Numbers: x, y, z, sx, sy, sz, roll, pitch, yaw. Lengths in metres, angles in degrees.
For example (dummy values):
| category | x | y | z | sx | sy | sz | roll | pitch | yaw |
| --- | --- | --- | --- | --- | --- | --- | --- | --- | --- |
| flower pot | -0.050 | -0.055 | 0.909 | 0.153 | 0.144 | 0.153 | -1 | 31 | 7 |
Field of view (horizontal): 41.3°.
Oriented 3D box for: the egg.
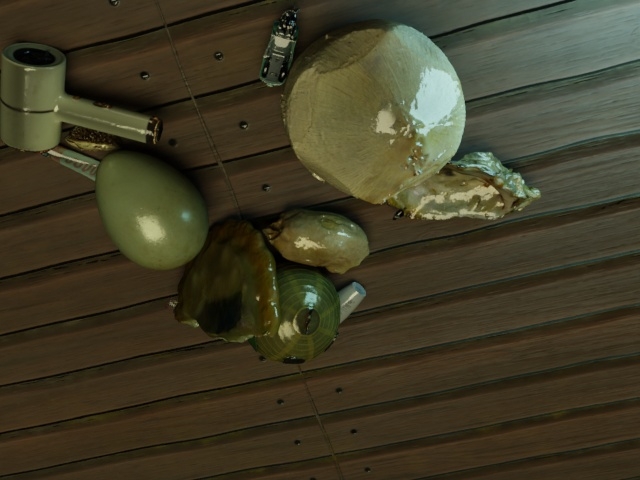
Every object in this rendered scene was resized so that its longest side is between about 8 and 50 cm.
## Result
| category | x | y | z | sx | sy | sz | roll | pitch | yaw |
| --- | --- | --- | --- | --- | --- | --- | --- | --- | --- |
| egg | -0.376 | -0.071 | 1.875 | 0.218 | 0.218 | 0.295 | -30 | 106 | 19 |

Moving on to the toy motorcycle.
| category | x | y | z | sx | sy | sz | roll | pitch | yaw |
| --- | --- | --- | --- | --- | --- | --- | --- | --- | --- |
| toy motorcycle | -0.081 | -0.394 | 1.726 | 0.058 | 0.100 | 0.173 | 13 | 126 | -10 |

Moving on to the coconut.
| category | x | y | z | sx | sy | sz | roll | pitch | yaw |
| --- | --- | --- | --- | --- | --- | --- | --- | --- | --- |
| coconut | 0.099 | -0.248 | 1.645 | 0.347 | 0.360 | 0.346 | -3 | 111 | -8 |

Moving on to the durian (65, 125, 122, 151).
| category | x | y | z | sx | sy | sz | roll | pitch | yaw |
| --- | --- | --- | --- | --- | --- | --- | --- | --- | --- |
| durian | -0.502 | -0.229 | 1.881 | 0.131 | 0.052 | 0.066 | 7 | 162 | -1 |

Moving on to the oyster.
| category | x | y | z | sx | sy | sz | roll | pitch | yaw |
| --- | --- | --- | --- | --- | --- | --- | --- | --- | --- |
| oyster | 0.309 | -0.137 | 1.883 | 0.361 | 0.096 | 0.221 | -1 | 152 | 5 |

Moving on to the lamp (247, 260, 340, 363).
| category | x | y | z | sx | sy | sz | roll | pitch | yaw |
| --- | --- | --- | --- | --- | --- | --- | --- | --- | --- |
| lamp | -0.059 | 0.171 | 2.000 | 0.250 | 0.284 | 0.250 | -1 | 93 | -21 |

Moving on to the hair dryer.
| category | x | y | z | sx | sy | sz | roll | pitch | yaw |
| --- | --- | --- | --- | --- | --- | --- | --- | --- | --- |
| hair dryer | -0.486 | -0.268 | 1.774 | 0.362 | 0.128 | 0.203 | 14 | 122 | -1 |

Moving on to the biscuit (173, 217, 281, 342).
| category | x | y | z | sx | sy | sz | roll | pitch | yaw |
| --- | --- | --- | --- | --- | --- | --- | --- | --- | --- |
| biscuit | -0.229 | 0.124 | 1.964 | 0.078 | 0.329 | 0.335 | 13 | 137 | -46 |

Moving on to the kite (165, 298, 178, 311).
| category | x | y | z | sx | sy | sz | roll | pitch | yaw |
| --- | --- | --- | --- | --- | --- | --- | --- | --- | --- |
| kite | -0.357 | 0.170 | 2.164 | 0.078 | 0.002 | 0.044 | 13 | 123 | -8 |

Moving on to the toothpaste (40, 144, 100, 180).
| category | x | y | z | sx | sy | sz | roll | pitch | yaw |
| --- | --- | --- | --- | --- | --- | --- | --- | --- | --- |
| toothpaste | -0.565 | -0.185 | 1.907 | 0.205 | 0.036 | 0.056 | 25 | 119 | -20 |

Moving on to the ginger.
| category | x | y | z | sx | sy | sz | roll | pitch | yaw |
| --- | --- | --- | --- | --- | --- | --- | --- | --- | --- |
| ginger | 0.000 | 0.000 | 1.969 | 0.267 | 0.138 | 0.152 | 22 | 126 | -20 |

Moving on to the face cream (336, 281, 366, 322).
| category | x | y | z | sx | sy | sz | roll | pitch | yaw |
| --- | --- | --- | --- | --- | --- | --- | --- | --- | --- |
| face cream | 0.036 | 0.175 | 2.136 | 0.072 | 0.051 | 0.182 | 35 | 116 | -23 |
